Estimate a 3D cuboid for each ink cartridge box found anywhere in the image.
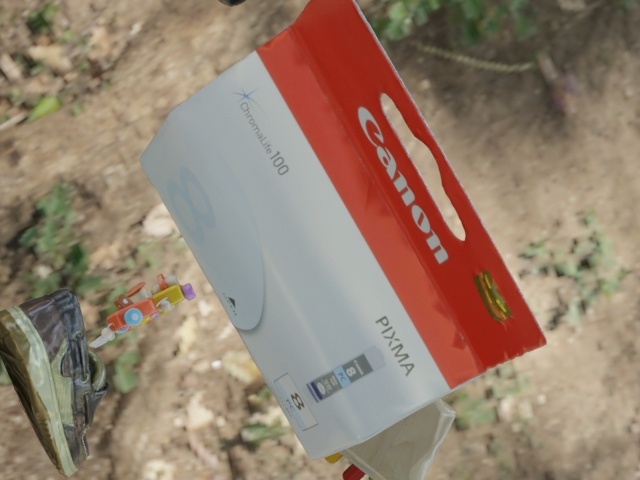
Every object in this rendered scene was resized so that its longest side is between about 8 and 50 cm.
[{"bbox_3d":[0.000,0.000,1.304,0.091,0.385,0.308,-28,85,-20],"label":"ink cartridge box"}]

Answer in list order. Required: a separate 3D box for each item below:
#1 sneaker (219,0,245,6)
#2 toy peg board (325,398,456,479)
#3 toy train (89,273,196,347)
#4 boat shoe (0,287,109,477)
[{"bbox_3d":[-0.029,-0.364,1.668,0.107,0.124,0.283,40,65,-57],"label":"sneaker"},{"bbox_3d":[0.053,0.222,1.977,0.160,0.079,0.161,38,41,-3],"label":"toy peg board"},{"bbox_3d":[-0.211,0.074,1.896,0.125,0.166,0.046,-25,89,-24],"label":"toy train"},{"bbox_3d":[-0.139,0.080,0.918,0.049,0.152,0.056,-28,62,-16],"label":"boat shoe"}]
